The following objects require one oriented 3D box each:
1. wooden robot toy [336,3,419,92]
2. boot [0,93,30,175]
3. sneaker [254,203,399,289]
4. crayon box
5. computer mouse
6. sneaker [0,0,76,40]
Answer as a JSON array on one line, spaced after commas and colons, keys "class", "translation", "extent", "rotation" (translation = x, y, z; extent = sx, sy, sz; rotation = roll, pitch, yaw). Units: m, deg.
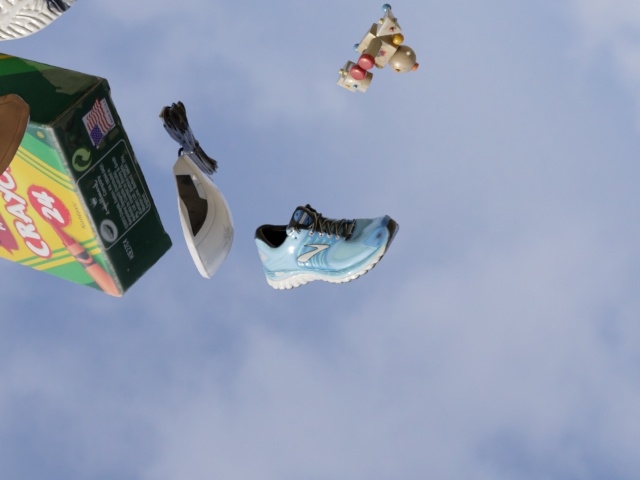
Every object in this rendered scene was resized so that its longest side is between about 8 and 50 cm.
[{"class": "wooden robot toy", "translation": [0.081, -0.222, 2.111], "extent": [0.079, 0.173, 0.076], "rotation": [25, -124, -10]}, {"class": "boot", "translation": [-0.202, -0.026, 0.920], "extent": [0.042, 0.087, 0.118], "rotation": [45, -102, 3]}, {"class": "sneaker", "translation": [0.000, 0.000, 1.625], "extent": [0.073, 0.162, 0.063], "rotation": [60, -143, -24]}, {"class": "crayon box", "translation": [-0.305, -0.079, 1.574], "extent": [0.318, 0.202, 0.081], "rotation": [16, -130, 36]}, {"class": "computer mouse", "translation": [-0.109, -0.043, 1.582], "extent": [0.042, 0.106, 0.193], "rotation": [-18, -133, 3]}, {"class": "sneaker", "translation": [-0.293, -0.223, 1.482], "extent": [0.094, 0.235, 0.153], "rotation": [55, -158, -18]}]
